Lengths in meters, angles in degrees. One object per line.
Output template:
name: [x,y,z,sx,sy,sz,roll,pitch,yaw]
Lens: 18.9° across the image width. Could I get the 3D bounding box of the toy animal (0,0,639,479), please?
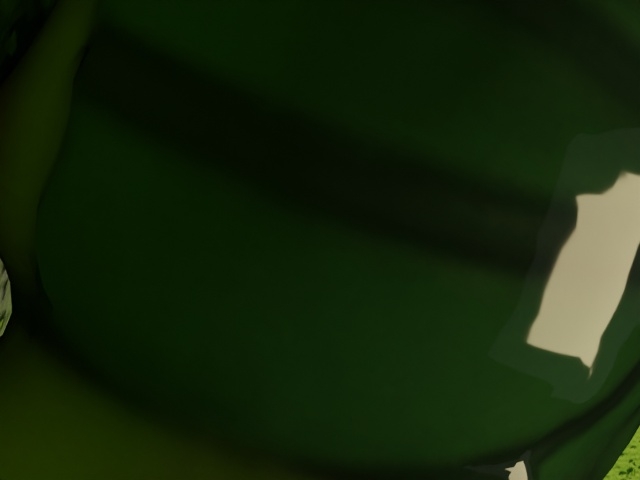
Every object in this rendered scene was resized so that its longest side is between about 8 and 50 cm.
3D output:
toy animal: [-0.008,0.066,0.473,0.216,0.191,0.338,-19,130,-83]
